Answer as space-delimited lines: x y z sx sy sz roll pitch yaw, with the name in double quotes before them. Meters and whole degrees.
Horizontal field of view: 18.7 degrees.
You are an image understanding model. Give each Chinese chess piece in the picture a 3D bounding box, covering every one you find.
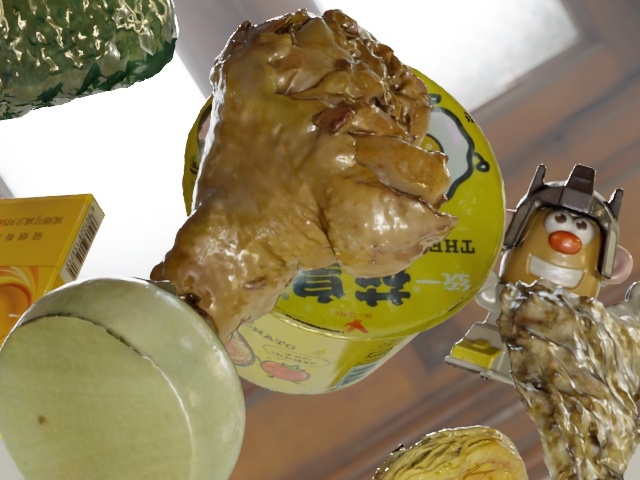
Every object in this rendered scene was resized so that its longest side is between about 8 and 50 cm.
"Chinese chess piece" -0.143 0.117 1.381 0.188 0.188 0.083 -21 -171 36

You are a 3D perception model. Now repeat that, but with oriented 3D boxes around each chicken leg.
"chicken leg" -0.029 -0.012 1.629 0.295 0.182 0.409 21 -109 41

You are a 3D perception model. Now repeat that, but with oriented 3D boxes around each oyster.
"oyster" 0.232 0.125 1.738 0.111 0.204 0.396 -17 -163 21

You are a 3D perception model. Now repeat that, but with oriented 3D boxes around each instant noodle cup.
"instant noodle cup" 0.000 0.000 1.977 0.325 0.325 0.254 -40 169 -26

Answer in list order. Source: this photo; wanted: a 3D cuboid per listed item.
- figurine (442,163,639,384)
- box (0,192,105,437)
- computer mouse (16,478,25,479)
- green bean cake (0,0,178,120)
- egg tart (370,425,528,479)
"figurine" 0.275 0.051 2.374 0.308 0.308 0.143 -38 -166 -21
"box" -0.312 0.067 1.806 0.152 0.043 0.269 -5 -135 25
"computer mouse" -0.256 0.441 1.971 0.228 0.145 0.429 -59 -138 36
"green bean cake" -0.270 -0.241 1.461 0.169 0.307 0.300 -8 -173 34
"egg tart" 0.132 0.347 2.388 0.295 0.294 0.116 -39 -141 -26
